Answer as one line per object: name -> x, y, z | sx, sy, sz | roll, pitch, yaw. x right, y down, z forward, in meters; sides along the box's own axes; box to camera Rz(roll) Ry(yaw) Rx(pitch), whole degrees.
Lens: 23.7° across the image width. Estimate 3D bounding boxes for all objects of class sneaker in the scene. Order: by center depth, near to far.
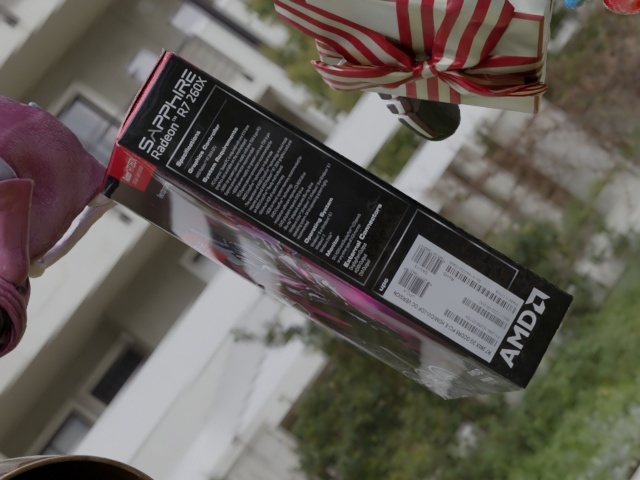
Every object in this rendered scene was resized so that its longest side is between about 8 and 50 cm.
sneaker -> 0.124, -0.245, 1.728 | 0.162, 0.281, 0.106 | -21, 29, 30

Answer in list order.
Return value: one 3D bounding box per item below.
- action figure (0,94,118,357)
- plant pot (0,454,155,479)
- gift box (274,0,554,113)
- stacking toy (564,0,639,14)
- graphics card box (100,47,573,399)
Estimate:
action figure -> -0.310, 0.028, 1.314 | 0.248, 0.276, 0.370 | -43, 31, 15
plant pot -> -0.236, 0.255, 1.148 | 0.215, 0.215, 0.230 | -53, 26, -21
gift box -> 0.106, -0.270, 1.460 | 0.276, 0.255, 0.258 | 56, -138, -69
stacking toy -> 0.366, -0.186, 1.245 | 0.175, 0.302, 0.166 | -43, -9, -34
graphics card box -> 0.000, 0.000, 1.249 | 0.094, 0.371, 0.233 | -61, 7, -13
